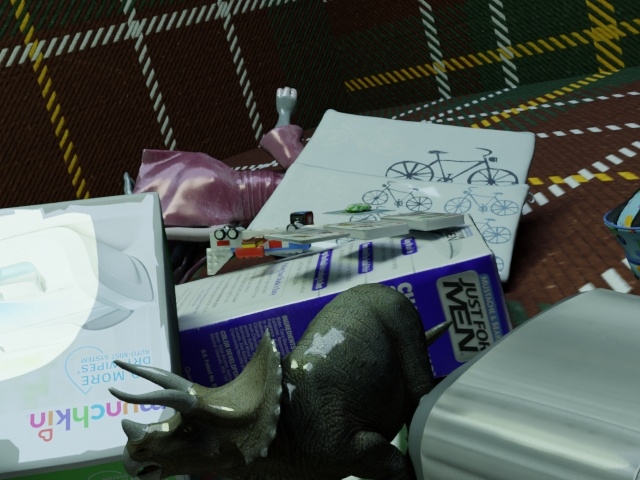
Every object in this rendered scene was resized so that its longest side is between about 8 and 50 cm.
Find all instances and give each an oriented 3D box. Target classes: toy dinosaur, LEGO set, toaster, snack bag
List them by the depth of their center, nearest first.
[{"bbox_3d":[0.152,0.112,0.428,0.227,0.129,0.146,-23,17,-36],"label":"toaster"},{"bbox_3d":[0.029,0.097,0.564,0.121,0.160,0.313,-2,19,46],"label":"toy dinosaur"},{"bbox_3d":[0.000,0.000,0.859,0.182,0.060,0.244,-9,9,-30],"label":"LEGO set"},{"bbox_3d":[0.105,-0.072,1.073,0.323,0.037,0.342,9,39,19],"label":"snack bag"}]

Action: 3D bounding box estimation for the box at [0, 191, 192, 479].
[{"bbox_3d":[-0.236,0.101,0.630,0.262,0.126,0.231,-6,50,-7],"label":"box"}]

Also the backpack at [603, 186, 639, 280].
[{"bbox_3d":[0.342,-0.007,0.738,0.173,0.116,0.158,-24,15,-36],"label":"backpack"}]

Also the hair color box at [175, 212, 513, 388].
[{"bbox_3d":[0.000,0.077,0.811,0.339,0.110,0.185,-16,11,7],"label":"hair color box"}]

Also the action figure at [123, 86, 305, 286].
[{"bbox_3d":[-0.096,-0.060,1.211,0.370,0.248,0.275,-10,23,1],"label":"action figure"}]

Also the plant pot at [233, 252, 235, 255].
[{"bbox_3d":[-0.196,-0.047,1.494,0.167,0.167,0.165,-20,21,-20],"label":"plant pot"}]
